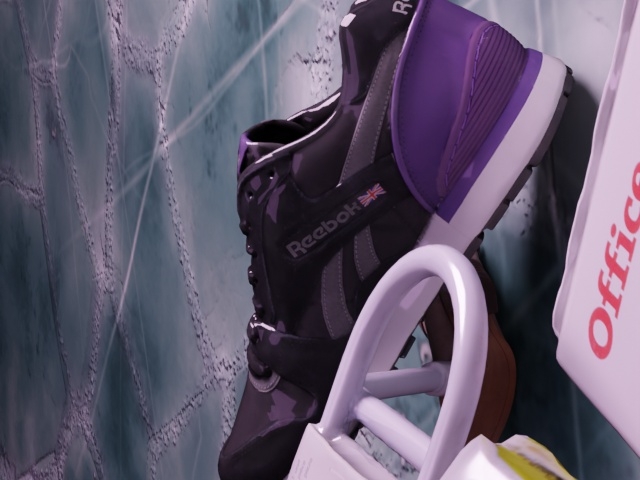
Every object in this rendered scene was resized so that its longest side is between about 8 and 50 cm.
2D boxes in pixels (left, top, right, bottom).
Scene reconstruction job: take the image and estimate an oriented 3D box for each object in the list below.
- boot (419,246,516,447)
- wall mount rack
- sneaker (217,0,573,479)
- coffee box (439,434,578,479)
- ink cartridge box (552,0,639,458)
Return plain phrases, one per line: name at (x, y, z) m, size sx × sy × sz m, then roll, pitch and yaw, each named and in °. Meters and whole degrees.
boot at (0.072, 0.052, 0.922) m, size 0.087 × 0.042 × 0.118 m, roll -143°, pitch 55°, yaw -70°
wall mount rack at (0.024, 0.174, 0.717) m, size 0.350 × 0.130 × 0.304 m, roll -70°, pitch 19°, yaw 4°
sneaker at (0.000, 0.000, 0.855) m, size 0.283 × 0.124 × 0.107 m, roll -59°, pitch 8°, yaw 18°
coffee box at (0.107, 0.288, 0.232) m, size 0.334 × 0.337 × 0.338 m, roll -55°, pitch 18°, yaw 3°
ink cartridge box at (0.199, 0.020, 0.496) m, size 0.283 × 0.117 × 0.207 m, roll -126°, pitch 39°, yaw -54°
